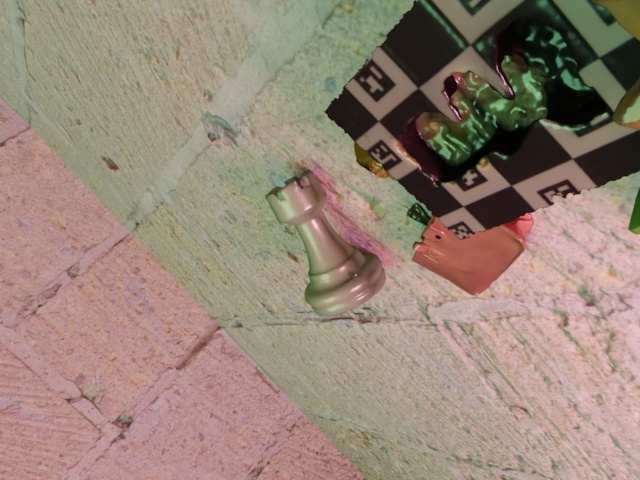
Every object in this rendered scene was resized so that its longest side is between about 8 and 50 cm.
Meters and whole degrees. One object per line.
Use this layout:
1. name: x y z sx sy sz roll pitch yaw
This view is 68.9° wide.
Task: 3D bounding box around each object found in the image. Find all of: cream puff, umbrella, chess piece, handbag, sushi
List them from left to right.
1. chess piece: 0.000 0.000 1.040 0.194 0.194 0.299 -10 114 55
2. cream puff: 0.114 -0.155 0.743 0.104 0.133 0.119 14 130 -35
3. umbrella: 0.195 -0.043 0.892 0.083 0.020 0.031 39 118 4
4. handbag: 0.255 0.004 0.822 0.157 0.059 0.212 29 149 10
5. sushi: 0.215 -0.177 0.562 0.296 0.100 0.373 41 151 -9

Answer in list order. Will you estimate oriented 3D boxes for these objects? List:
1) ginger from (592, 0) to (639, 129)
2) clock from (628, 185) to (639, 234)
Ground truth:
1. ginger: 0.369 -0.115 0.206 0.413 0.211 0.358 -11 85 36
2. clock: 0.493 -0.032 0.440 0.255 0.106 0.220 28 159 5
